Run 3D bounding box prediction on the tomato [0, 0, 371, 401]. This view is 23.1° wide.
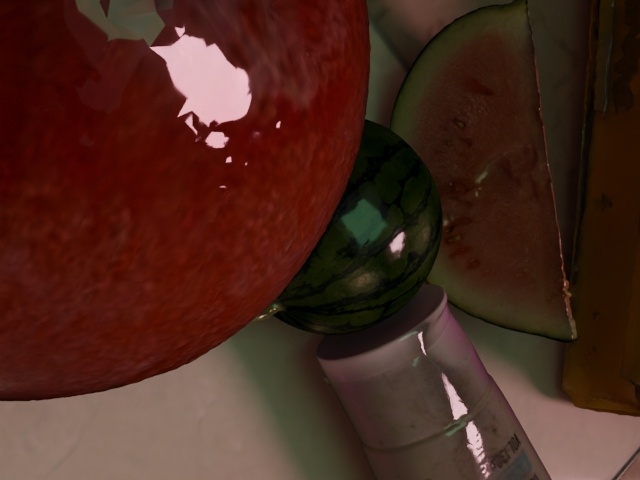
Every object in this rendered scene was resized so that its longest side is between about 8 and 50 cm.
[{"bbox_3d":[-0.107,-0.068,0.574,0.265,0.265,0.264,3,84,-27],"label":"tomato"}]

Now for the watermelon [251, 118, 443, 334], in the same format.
[{"bbox_3d":[0.005,-0.002,0.705,0.109,0.109,0.109,3,84,-27],"label":"watermelon"}]

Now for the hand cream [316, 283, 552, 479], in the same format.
[{"bbox_3d":[0.095,0.173,0.756,0.111,0.070,0.312,-36,106,-28],"label":"hand cream"}]

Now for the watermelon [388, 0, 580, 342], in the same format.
[{"bbox_3d":[0.086,-0.031,0.770,0.069,0.087,0.163,-7,90,-58],"label":"watermelon"}]

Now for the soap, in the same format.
[{"bbox_3d":[0.235,-0.061,0.829,0.204,0.096,0.324,11,81,-27],"label":"soap"}]
